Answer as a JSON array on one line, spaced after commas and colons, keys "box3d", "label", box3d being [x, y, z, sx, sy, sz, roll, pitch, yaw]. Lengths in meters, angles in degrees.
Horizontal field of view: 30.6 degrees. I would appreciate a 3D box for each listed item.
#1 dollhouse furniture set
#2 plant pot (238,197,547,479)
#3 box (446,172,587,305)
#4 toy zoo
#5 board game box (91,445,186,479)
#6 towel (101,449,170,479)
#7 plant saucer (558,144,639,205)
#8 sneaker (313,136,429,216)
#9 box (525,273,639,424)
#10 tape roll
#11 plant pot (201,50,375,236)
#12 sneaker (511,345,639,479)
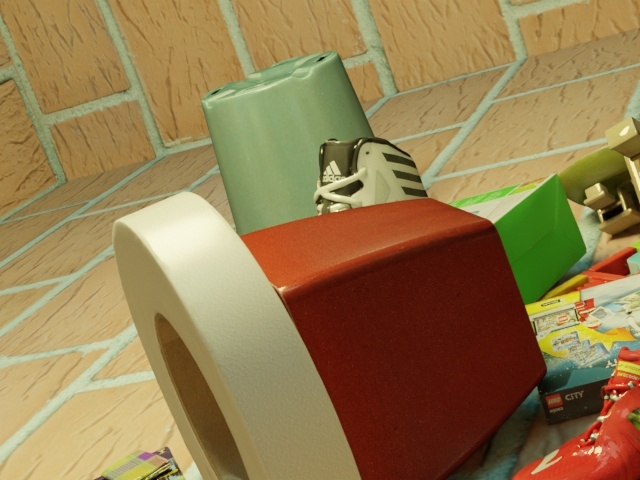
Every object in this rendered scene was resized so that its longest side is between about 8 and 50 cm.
[{"box3d": [0.410, -0.058, 1.562, 0.182, 0.101, 0.161, 19, -40, -42], "label": "dollhouse furniture set"}, {"box3d": [0.076, 0.093, 1.229, 0.236, 0.267, 0.267, -25, 16, -12], "label": "plant pot"}, {"box3d": [0.184, 0.034, 1.538, 0.231, 0.127, 0.262, -14, 13, 41], "label": "box"}, {"box3d": [0.390, 0.059, 1.423, 0.293, 0.030, 0.192, -27, 16, -24], "label": "toy zoo"}, {"box3d": [-0.228, 0.305, 1.306, 0.170, 0.048, 0.141, -23, 17, -13], "label": "board game box"}, {"box3d": [-0.211, 0.261, 1.330, 0.060, 0.009, 0.083, -29, 16, -30], "label": "towel"}, {"box3d": [0.460, -0.098, 1.690, 0.241, 0.037, 0.241, -13, -16, -4], "label": "plant saucer"}, {"box3d": [0.000, 0.000, 1.678, 0.169, 0.257, 0.447, -4, 22, 44], "label": "sneaker"}, {"box3d": [0.339, 0.102, 1.245, 0.233, 0.044, 0.159, -16, 31, 12], "label": "box"}, {"box3d": [-0.074, 0.146, 1.034, 0.072, 0.392, 0.392, -25, 16, -16], "label": "tape roll"}, {"box3d": [-0.036, -0.135, 2.044, 0.341, 0.334, 0.341, -19, 14, 5], "label": "plant pot"}, {"box3d": [0.277, 0.158, 1.055, 0.279, 0.118, 0.107, -25, 16, -20], "label": "sneaker"}]
